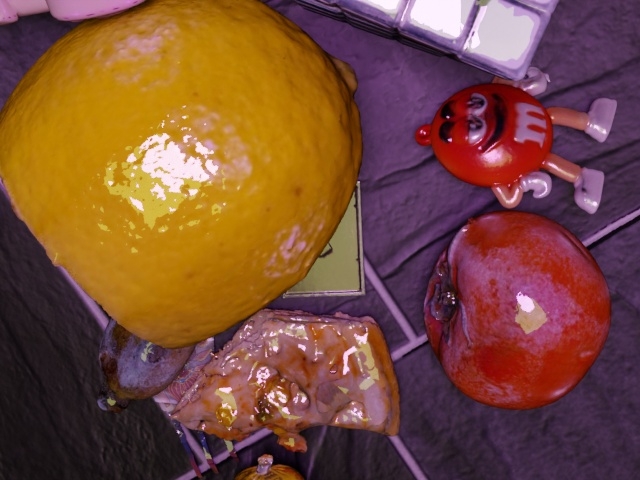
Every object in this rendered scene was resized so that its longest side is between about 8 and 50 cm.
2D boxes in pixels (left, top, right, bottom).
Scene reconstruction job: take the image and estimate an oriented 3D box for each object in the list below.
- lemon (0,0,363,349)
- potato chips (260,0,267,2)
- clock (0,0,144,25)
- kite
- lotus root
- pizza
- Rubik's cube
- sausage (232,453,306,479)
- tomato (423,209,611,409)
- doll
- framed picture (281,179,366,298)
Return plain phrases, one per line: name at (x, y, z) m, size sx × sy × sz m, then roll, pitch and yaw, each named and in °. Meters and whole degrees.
lemon at (-0.120, -0.094, 0.814) m, size 0.364 × 0.364 × 0.364 m, roll 1°, pitch 102°, yaw 3°
potato chips at (-0.112, -0.379, 0.896) m, size 0.220 × 0.029 × 0.202 m, roll 30°, pitch 112°, yaw -2°
clock at (-0.264, -0.300, 0.792) m, size 0.309 × 0.284 × 0.114 m, roll 0°, pitch 123°, yaw 23°
kite at (-0.169, 0.210, 1.045) m, size 0.127 × 0.016 × 0.229 m, roll -20°, pitch 100°, yaw 11°
lotus root at (-0.220, 0.133, 0.988) m, size 0.113 × 0.088 × 0.192 m, roll 33°, pitch 98°, yaw 21°
pizza at (-0.048, 0.182, 1.001) m, size 0.297 × 0.071 × 0.189 m, roll -2°, pitch 102°, yaw 4°
Rubik's cube at (0.121, -0.323, 0.787) m, size 0.259 × 0.253 × 0.256 m, roll 20°, pitch 103°, yaw 0°
sausage at (-0.053, 0.439, 1.032) m, size 0.123 × 0.123 × 0.347 m, roll -6°, pitch 102°, yaw 5°
tomato at (0.227, 0.078, 0.891) m, size 0.189 × 0.232 × 0.232 m, roll 4°, pitch 103°, yaw -13°
doll at (0.220, -0.124, 0.899) m, size 0.217 × 0.085 × 0.183 m, roll 13°, pitch 66°, yaw 10°
framed picture at (0.000, 0.000, 0.989) m, size 0.109 × 0.011 × 0.149 m, roll -2°, pitch 102°, yaw 4°
